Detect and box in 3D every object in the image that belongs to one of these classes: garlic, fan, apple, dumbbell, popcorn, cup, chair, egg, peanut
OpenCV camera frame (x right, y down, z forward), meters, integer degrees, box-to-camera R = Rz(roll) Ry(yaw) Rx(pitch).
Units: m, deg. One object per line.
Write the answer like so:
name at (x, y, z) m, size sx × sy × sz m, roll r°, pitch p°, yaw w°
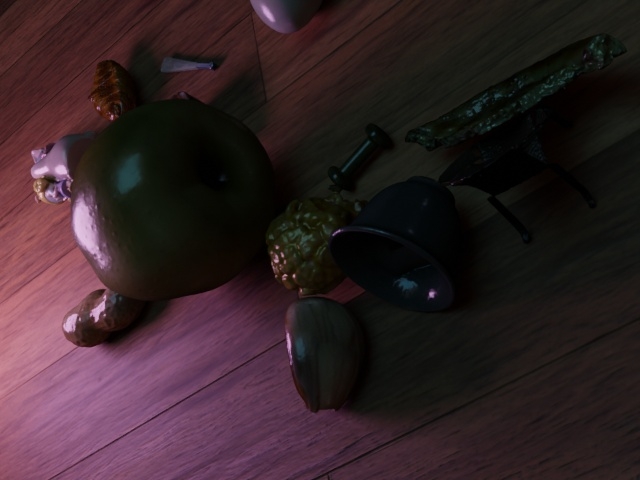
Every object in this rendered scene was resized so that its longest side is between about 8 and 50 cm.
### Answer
garlic at (0.007, 0.148, 1.569) m, size 0.115 × 0.128 × 0.207 m, roll -20°, pitch 47°, yaw 10°
fan at (-0.278, -0.367, 2.172) m, size 0.193 × 0.016 × 0.038 m, roll 13°, pitch 82°, yaw 48°
apple at (-0.258, -0.067, 1.766) m, size 0.357 × 0.357 × 0.357 m, roll -22°, pitch 56°, yaw 36°
dumbbell at (0.064, -0.137, 1.695) m, size 0.118 × 0.046 × 0.052 m, roll -48°, pitch 38°, yaw 15°
popcorn at (0.000, 0.000, 1.605) m, size 0.180 × 0.180 × 0.170 m, roll 27°, pitch 119°, yaw 48°
cup at (0.130, -0.013, 1.489) m, size 0.199 × 0.199 × 0.150 m, roll 1°, pitch 53°, yaw 45°
chair at (0.255, -0.107, 1.375) m, size 0.174 × 0.213 × 0.149 m, roll -30°, pitch 57°, yaw 29°
egg at (-0.063, -0.484, 1.923) m, size 0.151 × 0.151 × 0.209 m, roll -18°, pitch 66°, yaw 38°
peanut at (-0.415, 0.135, 1.996) m, size 0.227 × 0.085 × 0.104 m, roll -29°, pitch 48°, yaw 29°

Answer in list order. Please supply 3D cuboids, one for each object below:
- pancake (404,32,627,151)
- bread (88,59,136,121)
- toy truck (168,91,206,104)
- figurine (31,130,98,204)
pancake at (0.258, -0.199, 1.445) m, size 0.376 × 0.054 × 0.197 m, roll -28°, pitch 10°, yaw 40°
bread at (-0.453, -0.317, 2.273) m, size 0.105 × 0.076 × 0.233 m, roll -37°, pitch 40°, yaw 9°
toy truck at (-0.249, -0.209, 2.012) m, size 0.092 × 0.083 × 0.192 m, roll -46°, pitch 46°, yaw 18°
figurine at (-0.578, -0.152, 2.285) m, size 0.235 × 0.127 × 0.155 m, roll -9°, pitch 73°, yaw 47°
